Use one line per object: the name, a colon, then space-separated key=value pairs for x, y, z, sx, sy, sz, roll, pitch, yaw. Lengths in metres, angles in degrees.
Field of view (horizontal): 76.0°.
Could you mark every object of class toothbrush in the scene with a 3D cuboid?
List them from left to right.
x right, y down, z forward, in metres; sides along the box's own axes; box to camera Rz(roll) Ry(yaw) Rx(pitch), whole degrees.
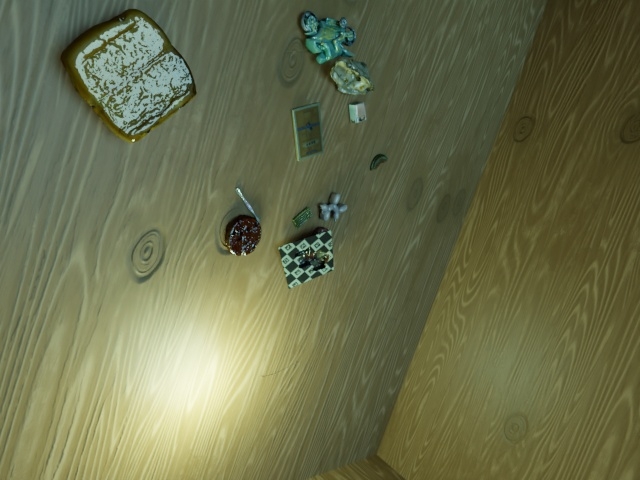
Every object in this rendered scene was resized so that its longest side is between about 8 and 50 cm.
toothbrush: x=-0.324 y=-0.158 z=1.836 sx=0.017 sy=0.022 sz=0.204 roll=-39 pitch=131 yaw=-11

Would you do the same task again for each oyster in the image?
oyster: x=0.152 y=-0.788 z=1.955 sx=0.341 sy=0.166 sz=0.111 roll=-9 pitch=73 yaw=-43

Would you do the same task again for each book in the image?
book: x=-0.057 y=-0.515 z=1.946 sx=0.170 sy=0.018 sz=0.242 roll=-27 pitch=124 yaw=-34

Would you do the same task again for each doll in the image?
doll: x=0.059 y=-0.169 z=2.177 sx=0.160 sy=0.059 sz=0.161 roll=-54 pitch=136 yaw=-15

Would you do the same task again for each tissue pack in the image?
tissue pack: x=0.188 y=-0.657 z=2.095 sx=0.074 sy=0.058 sz=0.095 roll=-29 pitch=125 yaw=-30

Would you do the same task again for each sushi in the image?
sushi: x=-0.076 y=0.087 z=2.146 sx=0.292 sy=0.059 sz=0.294 roll=-20 pitch=131 yaw=-18

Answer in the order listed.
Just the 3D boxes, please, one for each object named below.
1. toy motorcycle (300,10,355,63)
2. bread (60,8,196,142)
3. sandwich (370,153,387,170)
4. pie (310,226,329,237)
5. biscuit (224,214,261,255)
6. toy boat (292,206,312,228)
toy motorcycle: x=0.040 y=-0.886 z=1.815 sx=0.296 sy=0.109 sz=0.199 roll=-7 pitch=109 yaw=-34
bread: x=-0.608 y=-0.529 z=1.317 sx=0.337 sy=0.148 sz=0.328 roll=-48 pitch=130 yaw=-16
sandwich: x=0.331 y=-0.450 z=2.342 sx=0.135 sy=0.029 sz=0.067 roll=-45 pitch=132 yaw=-20
pie: x=0.000 y=0.000 z=2.208 sx=0.154 sy=0.036 sz=0.155 roll=-21 pitch=122 yaw=-37
biscuit: x=-0.349 y=-0.021 z=1.852 sx=0.192 sy=0.049 sz=0.192 roll=-17 pitch=114 yaw=-44
toy boat: x=-0.091 y=-0.116 z=2.083 sx=0.115 sy=0.016 sz=0.063 roll=-43 pitch=131 yaw=-23
